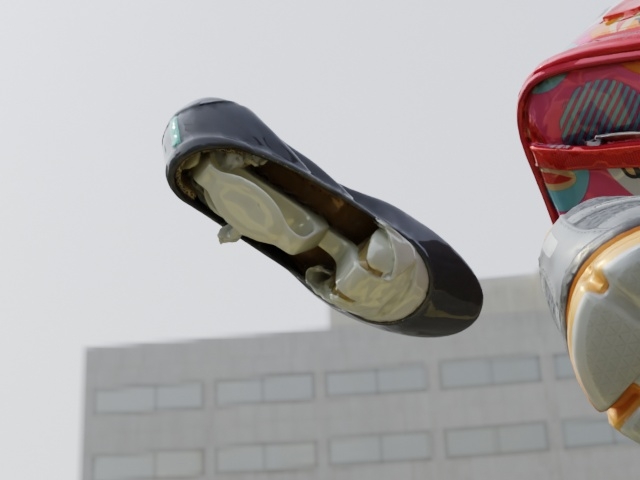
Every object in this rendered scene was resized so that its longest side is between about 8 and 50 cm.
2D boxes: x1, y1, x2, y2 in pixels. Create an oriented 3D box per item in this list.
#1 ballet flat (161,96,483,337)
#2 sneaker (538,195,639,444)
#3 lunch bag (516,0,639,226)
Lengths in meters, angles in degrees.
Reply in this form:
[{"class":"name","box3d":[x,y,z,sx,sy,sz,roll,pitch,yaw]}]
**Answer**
[{"class":"ballet flat","box3d":[0.000,0.000,0.785,0.203,0.074,0.074,35,-37,-10]},{"class":"sneaker","box3d":[0.158,0.036,0.429,0.215,0.083,0.084,25,-79,-18]},{"class":"lunch bag","box3d":[0.251,-0.041,0.737,0.293,0.120,0.258,-4,-66,43]}]
